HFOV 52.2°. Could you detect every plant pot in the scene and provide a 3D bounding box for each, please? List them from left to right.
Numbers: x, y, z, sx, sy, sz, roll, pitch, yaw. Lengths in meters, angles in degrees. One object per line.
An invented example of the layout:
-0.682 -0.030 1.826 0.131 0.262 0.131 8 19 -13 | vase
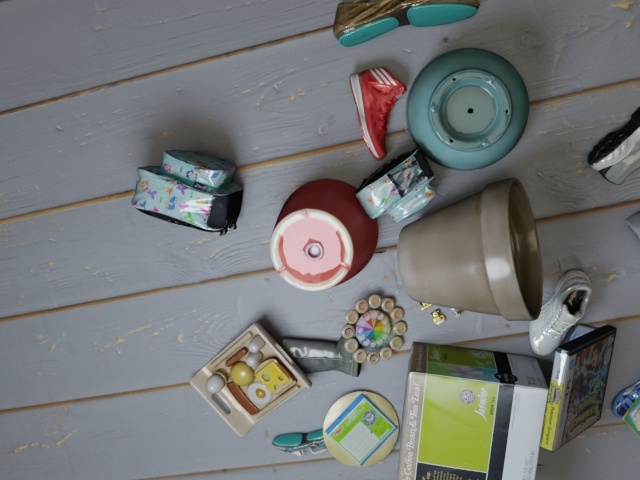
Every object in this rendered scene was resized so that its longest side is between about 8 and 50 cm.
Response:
0.000 0.000 1.588 0.275 0.243 0.275 2 102 9 | plant pot
0.344 0.038 1.527 0.280 0.323 0.323 -10 100 29 | plant pot
0.338 -0.298 1.492 0.293 0.196 0.293 2 101 9 | plant pot

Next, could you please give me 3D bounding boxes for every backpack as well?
-0.335 -0.127 1.631 0.253 0.225 0.191 9 101 6 | backpack
0.183 -0.121 1.568 0.188 0.166 0.144 -27 93 8 | backpack

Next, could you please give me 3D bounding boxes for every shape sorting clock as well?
0.108 0.507 1.760 0.206 0.040 0.206 -1 96 -8 | shape sorting clock

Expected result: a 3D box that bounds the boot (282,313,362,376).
0.004 0.277 1.739 0.208 0.076 0.189 6 100 16 | boot

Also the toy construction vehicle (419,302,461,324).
0.302 0.167 1.674 0.086 0.035 0.098 -30 95 14 | toy construction vehicle

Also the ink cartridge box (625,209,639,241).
0.854 -0.029 1.467 0.233 0.168 0.171 -37 94 16 | ink cartridge box

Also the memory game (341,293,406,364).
0.140 0.229 1.681 0.186 0.012 0.186 -2 95 -20 | memory game

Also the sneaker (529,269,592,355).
0.581 0.184 1.586 0.090 0.115 0.232 24 104 5 | sneaker

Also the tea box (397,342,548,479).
0.366 0.458 1.627 0.323 0.220 0.329 6 102 8 | tea box

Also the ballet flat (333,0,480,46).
0.191 -0.553 1.525 0.342 0.116 0.124 -10 80 16 | ballet flat

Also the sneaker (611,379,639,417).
0.787 0.390 1.621 0.053 0.059 0.144 42 106 -2 | sneaker

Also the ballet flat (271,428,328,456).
-0.040 0.565 1.802 0.188 0.070 0.070 -12 99 14 | ballet flat

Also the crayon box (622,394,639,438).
0.957 0.364 1.531 0.313 0.106 0.363 27 105 -9 | crayon box

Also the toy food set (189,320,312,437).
-0.190 0.379 1.747 0.220 0.092 0.306 48 121 -1 | toy food set

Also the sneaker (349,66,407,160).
0.156 -0.313 1.579 0.128 0.087 0.221 -15 99 14 | sneaker

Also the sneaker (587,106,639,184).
0.749 -0.238 1.491 0.271 0.100 0.108 -41 106 18 | sneaker

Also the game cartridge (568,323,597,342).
0.654 0.254 1.640 0.056 0.017 0.083 14 103 11 | game cartridge

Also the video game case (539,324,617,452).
0.616 0.345 1.549 0.035 0.275 0.248 16 107 43 | video game case
